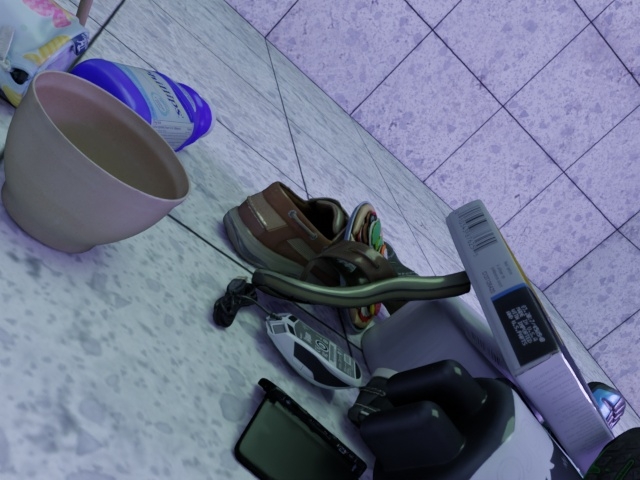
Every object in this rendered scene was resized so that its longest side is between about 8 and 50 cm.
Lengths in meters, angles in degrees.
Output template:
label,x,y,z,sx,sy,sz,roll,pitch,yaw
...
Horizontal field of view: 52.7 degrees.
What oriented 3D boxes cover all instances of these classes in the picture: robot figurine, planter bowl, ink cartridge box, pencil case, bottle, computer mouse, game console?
label,x,y,z,sx,sy,sz,roll,pitch,yaw
robot figurine,0.162,0.251,0.640,0.278,0.209,0.173,51,-5,-10
planter bowl,-0.215,-0.057,0.586,0.162,0.109,0.162,41,17,-15
ink cartridge box,0.285,0.141,0.838,0.307,0.072,0.303,49,17,-30
pencil case,-0.380,-0.261,0.669,0.273,0.113,0.124,42,36,-14
bottle,-0.225,-0.171,0.868,0.118,0.092,0.283,51,16,3
computer mouse,-0.036,0.117,0.736,0.193,0.042,0.106,38,12,-7
game console,-0.024,0.199,0.611,0.122,0.071,0.107,44,-14,-9

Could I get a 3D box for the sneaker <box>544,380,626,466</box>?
label,x,y,z,sx,sy,sz,roll,pitch,yaw
sneaker,0.428,0.319,1.144,0.140,0.125,0.340,44,-18,28

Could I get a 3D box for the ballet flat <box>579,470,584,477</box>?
label,x,y,z,sx,sy,sz,roll,pitch,yaw
ballet flat,0.479,0.497,1.068,0.232,0.080,0.073,-110,179,-50

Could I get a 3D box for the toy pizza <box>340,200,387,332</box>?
label,x,y,z,sx,sy,sz,roll,pitch,yaw
toy pizza,0.074,0.040,0.982,0.201,0.032,0.201,3,90,-70

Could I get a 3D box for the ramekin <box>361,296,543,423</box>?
label,x,y,z,sx,sy,sz,roll,pitch,yaw
ramekin,0.205,0.198,0.963,0.277,0.135,0.277,42,16,-15

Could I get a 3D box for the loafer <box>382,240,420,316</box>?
label,x,y,z,sx,sy,sz,roll,pitch,yaw
loafer,0.099,0.065,1.152,0.094,0.087,0.251,5,24,-27

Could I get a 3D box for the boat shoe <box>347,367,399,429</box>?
label,x,y,z,sx,sy,sz,roll,pitch,yaw
boat shoe,0.122,0.258,0.757,0.233,0.084,0.079,49,53,-11

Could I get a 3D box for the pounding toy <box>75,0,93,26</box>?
label,x,y,z,sx,sy,sz,roll,pitch,yaw
pounding toy,-0.416,-0.402,0.889,0.237,0.183,0.110,46,41,-11

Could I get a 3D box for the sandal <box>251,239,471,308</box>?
label,x,y,z,sx,sy,sz,roll,pitch,yaw
sandal,0.054,0.042,0.843,0.303,0.086,0.120,-1,-3,-23

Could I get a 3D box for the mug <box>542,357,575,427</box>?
label,x,y,z,sx,sy,sz,roll,pitch,yaw
mug,0.354,0.228,1.075,0.098,0.157,0.129,19,51,1

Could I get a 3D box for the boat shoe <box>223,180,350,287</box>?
label,x,y,z,sx,sy,sz,roll,pitch,yaw
boat shoe,0.000,0.000,0.968,0.324,0.116,0.123,21,29,-55

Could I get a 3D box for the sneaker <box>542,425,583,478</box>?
label,x,y,z,sx,sy,sz,roll,pitch,yaw
sneaker,0.342,0.364,0.969,0.151,0.094,0.256,53,7,5

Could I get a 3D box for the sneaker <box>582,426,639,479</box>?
label,x,y,z,sx,sy,sz,roll,pitch,yaw
sneaker,0.370,0.360,0.741,0.146,0.134,0.343,-35,120,-54
